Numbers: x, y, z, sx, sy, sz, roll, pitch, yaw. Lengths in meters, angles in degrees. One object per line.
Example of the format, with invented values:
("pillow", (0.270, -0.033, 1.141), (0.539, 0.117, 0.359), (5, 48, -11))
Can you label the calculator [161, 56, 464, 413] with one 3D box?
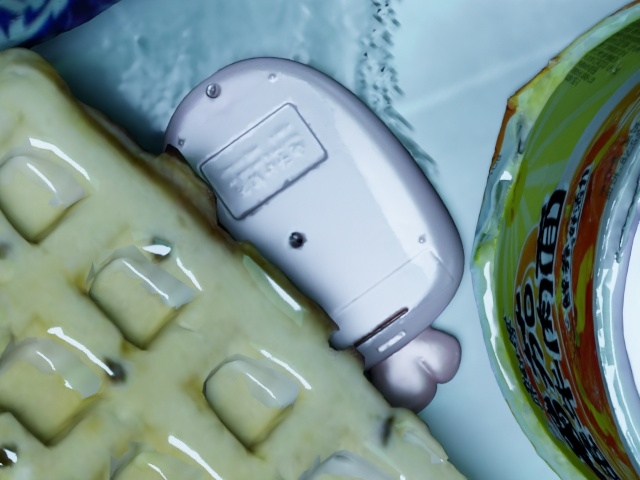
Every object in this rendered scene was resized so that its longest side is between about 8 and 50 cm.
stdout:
("calculator", (0.000, 0.000, 0.767), (0.103, 0.024, 0.166), (-36, 91, 3))

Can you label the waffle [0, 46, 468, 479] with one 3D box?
("waffle", (-0.071, 0.137, 0.671), (0.376, 0.114, 0.261), (46, 52, 0))

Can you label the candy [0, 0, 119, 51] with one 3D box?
("candy", (-0.149, -0.109, 0.711), (0.275, 0.145, 0.070), (-24, 72, 3))

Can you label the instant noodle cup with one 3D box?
("instant noodle cup", (0.192, 0.017, 0.674), (0.264, 0.200, 0.264), (0, 93, 1))
